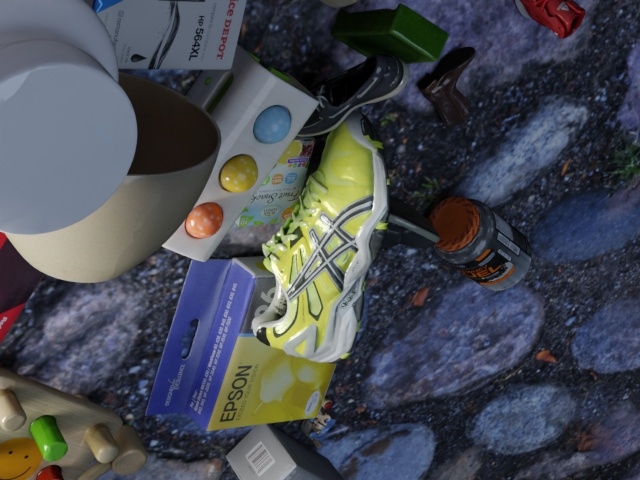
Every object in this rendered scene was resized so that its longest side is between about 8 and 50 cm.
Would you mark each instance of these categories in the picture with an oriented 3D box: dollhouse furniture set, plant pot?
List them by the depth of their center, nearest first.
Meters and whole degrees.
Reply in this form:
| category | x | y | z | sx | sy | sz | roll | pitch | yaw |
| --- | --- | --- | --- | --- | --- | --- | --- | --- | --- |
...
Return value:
| category | x | y | z | sx | sy | sz | roll | pitch | yaw |
| --- | --- | --- | --- | --- | --- | --- | --- | --- | --- |
| plant pot | -0.275 | -0.063 | 1.405 | 0.284 | 0.284 | 0.191 | -5 | 124 | -35 |
| dollhouse furniture set | 0.044 | -0.385 | 1.560 | 0.301 | 0.151 | 0.198 | 27 | 84 | -29 |

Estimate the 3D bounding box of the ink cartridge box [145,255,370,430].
| category | x | y | z | sx | sy | sz | roll | pitch | yaw |
| --- | --- | --- | --- | --- | --- | --- | --- | --- | --- |
| ink cartridge box | -0.097 | 0.164 | 1.895 | 0.307 | 0.072 | 0.304 | -4 | 125 | -38 |

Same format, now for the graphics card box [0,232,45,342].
| category | x | y | z | sx | sy | sz | roll | pitch | yaw |
| --- | --- | --- | --- | --- | --- | --- | --- | --- | --- |
| graphics card box | -0.519 | 0.019 | 1.433 | 0.371 | 0.094 | 0.233 | 24 | 107 | -45 |

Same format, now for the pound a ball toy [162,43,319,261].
| category | x | y | z | sx | sy | sz | roll | pitch | yaw |
| --- | --- | --- | --- | --- | --- | --- | --- | --- | --- |
| pound a ball toy | -0.169 | -0.104 | 1.569 | 0.208 | 0.136 | 0.319 | 25 | 105 | -46 |

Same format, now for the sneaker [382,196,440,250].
| category | x | y | z | sx | sy | sz | roll | pitch | yaw |
| --- | --- | --- | --- | --- | --- | --- | --- | --- | --- |
| sneaker | 0.081 | -0.008 | 1.891 | 0.222 | 0.083 | 0.118 | 19 | 115 | -34 |

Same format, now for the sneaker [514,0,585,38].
| category | x | y | z | sx | sy | sz | roll | pitch | yaw |
| --- | --- | --- | --- | --- | --- | --- | --- | --- | --- |
| sneaker | 0.321 | -0.375 | 1.731 | 0.087 | 0.128 | 0.221 | -51 | 139 | 7 |

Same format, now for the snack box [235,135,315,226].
| category | x | y | z | sx | sy | sz | roll | pitch | yaw |
| --- | --- | --- | --- | --- | --- | --- | --- | --- | --- |
| snack box | -0.071 | -0.091 | 1.727 | 0.100 | 0.037 | 0.141 | -6 | 126 | -34 |

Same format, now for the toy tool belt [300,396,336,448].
| category | x | y | z | sx | sy | sz | roll | pitch | yaw |
| --- | --- | --- | --- | --- | --- | --- | --- | --- | --- |
| toy tool belt | 0.005 | 0.324 | 2.113 | 0.052 | 0.051 | 0.083 | 15 | 112 | -44 |

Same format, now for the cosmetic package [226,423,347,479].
| category | x | y | z | sx | sy | sz | roll | pitch | yaw |
| --- | --- | --- | --- | --- | --- | --- | --- | --- | --- |
| cosmetic package | -0.044 | 0.423 | 2.102 | 0.107 | 0.127 | 0.238 | -44 | 136 | 1 |

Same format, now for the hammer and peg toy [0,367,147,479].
| category | x | y | z | sx | sy | sz | roll | pitch | yaw |
| --- | --- | --- | --- | --- | --- | --- | --- | --- | --- |
| hammer and peg toy | -0.418 | 0.339 | 1.742 | 0.266 | 0.127 | 0.361 | -49 | 138 | 6 |

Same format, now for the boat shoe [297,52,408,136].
| category | x | y | z | sx | sy | sz | roll | pitch | yaw |
| --- | --- | --- | --- | --- | --- | --- | --- | --- | --- |
| boat shoe | 0.020 | -0.204 | 1.629 | 0.206 | 0.075 | 0.065 | -21 | 157 | 33 |

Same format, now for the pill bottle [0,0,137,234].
| category | x | y | z | sx | sy | sz | roll | pitch | yaw |
| --- | --- | --- | --- | --- | --- | --- | --- | --- | --- |
| pill bottle | -0.339 | -0.186 | 1.167 | 0.229 | 0.408 | 0.229 | -21 | 134 | -23 |

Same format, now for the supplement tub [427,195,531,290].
| category | x | y | z | sx | sy | sz | roll | pitch | yaw |
| --- | --- | --- | --- | --- | --- | --- | --- | --- | --- |
| supplement tub | 0.265 | 0.003 | 2.004 | 0.117 | 0.117 | 0.190 | -50 | 137 | 8 |

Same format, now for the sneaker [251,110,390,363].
| category | x | y | z | sx | sy | sz | roll | pitch | yaw |
| --- | --- | --- | --- | --- | --- | --- | --- | --- | --- |
| sneaker | 0.000 | 0.000 | 1.721 | 0.147 | 0.145 | 0.385 | 5 | 106 | -18 |

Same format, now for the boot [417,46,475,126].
| category | x | y | z | sx | sy | sz | roll | pitch | yaw |
| --- | --- | --- | --- | --- | --- | --- | --- | --- | --- |
| boot | 0.213 | -0.233 | 1.831 | 0.106 | 0.037 | 0.114 | -35 | 136 | 10 |

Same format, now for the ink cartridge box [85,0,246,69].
| category | x | y | z | sx | sy | sz | roll | pitch | yaw |
| --- | --- | --- | --- | --- | --- | --- | --- | --- | --- |
| ink cartridge box | -0.195 | -0.288 | 1.436 | 0.203 | 0.086 | 0.148 | -6 | 126 | -34 |
